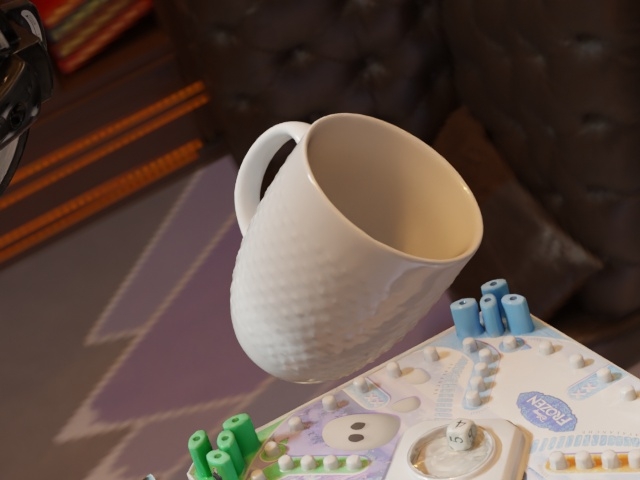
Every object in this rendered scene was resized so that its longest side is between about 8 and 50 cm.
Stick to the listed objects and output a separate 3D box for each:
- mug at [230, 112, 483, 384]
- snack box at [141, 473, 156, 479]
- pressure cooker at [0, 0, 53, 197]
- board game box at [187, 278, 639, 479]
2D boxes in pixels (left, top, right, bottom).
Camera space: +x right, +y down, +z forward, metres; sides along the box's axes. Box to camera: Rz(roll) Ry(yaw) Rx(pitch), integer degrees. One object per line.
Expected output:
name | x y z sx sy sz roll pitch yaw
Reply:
mug | 0.000 0.000 1.897 0.374 0.276 0.328 57 131 28
snack box | -0.339 0.540 2.119 0.187 0.322 0.060 58 167 -18
pressure cooker | -0.504 -0.158 1.401 0.420 0.370 0.375 35 -173 35
board game box | 0.116 0.189 1.214 0.390 0.390 0.050 34 145 56
